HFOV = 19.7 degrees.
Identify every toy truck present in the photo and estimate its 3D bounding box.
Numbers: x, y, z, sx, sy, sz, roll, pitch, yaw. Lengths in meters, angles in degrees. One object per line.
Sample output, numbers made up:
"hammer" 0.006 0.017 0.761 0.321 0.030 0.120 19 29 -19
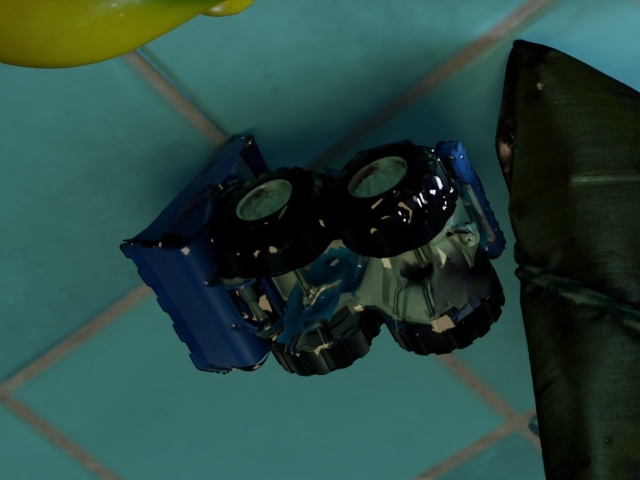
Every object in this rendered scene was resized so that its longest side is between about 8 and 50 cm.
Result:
"toy truck" 0.000 0.000 1.089 0.208 0.126 0.113 -11 127 23

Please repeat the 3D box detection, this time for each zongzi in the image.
"zongzi" 0.251 0.104 1.134 0.383 0.319 0.362 14 149 -16

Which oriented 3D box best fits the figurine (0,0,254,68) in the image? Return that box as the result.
"figurine" -0.081 -0.206 0.875 0.340 0.231 0.323 -32 152 31
